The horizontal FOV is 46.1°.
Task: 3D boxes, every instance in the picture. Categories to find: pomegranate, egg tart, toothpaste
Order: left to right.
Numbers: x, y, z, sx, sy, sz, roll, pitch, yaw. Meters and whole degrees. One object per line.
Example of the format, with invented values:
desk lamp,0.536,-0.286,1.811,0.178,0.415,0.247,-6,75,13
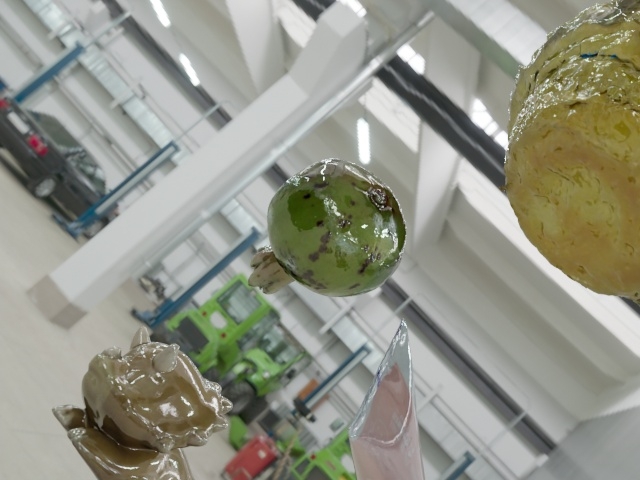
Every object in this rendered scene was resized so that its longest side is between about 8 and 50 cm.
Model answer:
pomegranate,0.000,0.000,0.606,0.114,0.142,0.114,32,41,-33
toothpaste,0.039,0.126,0.431,0.043,0.067,0.194,17,-36,22
egg tart,0.337,-0.069,0.834,0.388,0.169,0.388,41,-31,32

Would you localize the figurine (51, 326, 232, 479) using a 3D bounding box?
figurine,-0.182,0.227,0.875,0.247,0.173,0.177,56,-22,-5
